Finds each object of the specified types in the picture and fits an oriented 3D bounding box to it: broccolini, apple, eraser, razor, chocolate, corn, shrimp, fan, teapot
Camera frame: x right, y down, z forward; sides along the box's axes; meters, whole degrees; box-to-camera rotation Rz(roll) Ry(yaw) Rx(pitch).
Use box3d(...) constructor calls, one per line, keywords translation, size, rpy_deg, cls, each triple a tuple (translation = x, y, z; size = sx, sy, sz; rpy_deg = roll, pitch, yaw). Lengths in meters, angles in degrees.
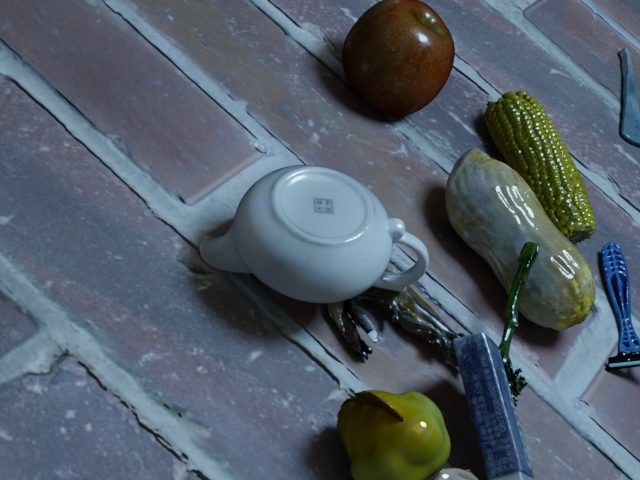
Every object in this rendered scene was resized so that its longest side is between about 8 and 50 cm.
box3d(translation=(0.264, 0.115, 1.639), size=(0.071, 0.058, 0.254), rpy_deg=(37, 65, -44), cls="broccolini")
box3d(translation=(0.124, -0.293, 1.905), size=(0.181, 0.168, 0.181), rpy_deg=(25, 37, -20), cls="apple")
box3d(translation=(0.223, 0.227, 1.526), size=(0.092, 0.046, 0.212), rpy_deg=(38, 35, -64), cls="eraser")
box3d(translation=(0.466, 0.102, 1.864), size=(0.082, 0.042, 0.253), rpy_deg=(-10, 45, 11), cls="razor")
box3d(translation=(0.286, 0.000, 1.774), size=(0.134, 0.134, 0.309), rpy_deg=(-16, 66, -41), cls="chocolate")
box3d(translation=(0.356, -0.130, 1.954), size=(0.102, 0.101, 0.310), rpy_deg=(-1, 53, -34), cls="corn")
box3d(translation=(0.106, 0.116, 1.610), size=(0.219, 0.046, 0.152), rpy_deg=(37, 41, 6), cls="shrimp")
box3d(translation=(0.595, -0.276, 2.302), size=(0.057, 0.023, 0.282), rpy_deg=(23, 45, -11), cls="fan")
box3d(translation=(0.000, 0.000, 1.553), size=(0.298, 0.139, 0.204), rpy_deg=(12, 44, -6), cls="teapot")

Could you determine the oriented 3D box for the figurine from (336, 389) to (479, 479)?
box3d(translation=(0.118, 0.270, 1.436), size=(0.246, 0.131, 0.156), rpy_deg=(43, 57, -8), cls="figurine")
